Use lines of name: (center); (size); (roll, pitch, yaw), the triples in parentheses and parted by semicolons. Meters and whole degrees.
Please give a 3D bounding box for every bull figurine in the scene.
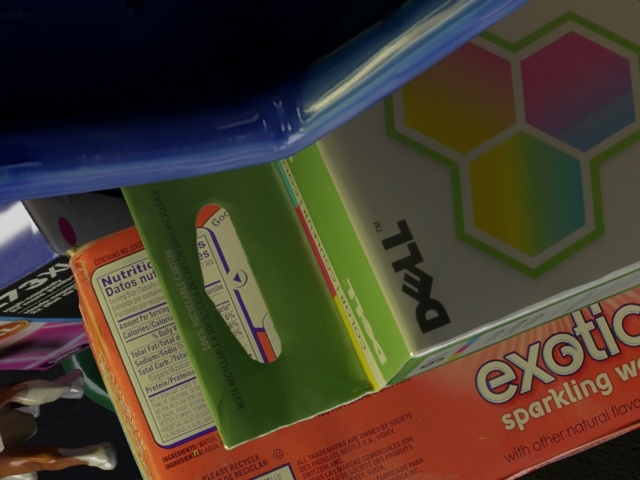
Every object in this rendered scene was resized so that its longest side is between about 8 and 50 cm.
bull figurine: (-0.289, 0.153, 1.369); (0.188, 0.101, 0.310); (-4, 177, -29)

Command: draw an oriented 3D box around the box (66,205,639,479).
box: (0.059, 0.030, 0.767); (0.300, 0.154, 0.142); (-23, 171, -9)

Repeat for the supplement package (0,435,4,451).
supplement package: (-0.304, 0.045, 0.763); (0.145, 0.204, 0.262); (-31, 167, 33)

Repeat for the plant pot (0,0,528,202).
plant pot: (-0.045, -0.151, 0.399); (0.236, 0.212, 0.236); (-33, 167, 36)

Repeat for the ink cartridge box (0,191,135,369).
ink cartridge box: (-0.216, 0.027, 1.243); (0.175, 0.069, 0.371); (-27, 166, 15)

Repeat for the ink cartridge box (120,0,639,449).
ink cartridge box: (0.047, -0.021, 0.600); (0.209, 0.109, 0.062); (-21, 168, -12)

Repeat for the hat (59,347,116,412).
hat: (-0.130, 0.041, 1.582); (0.173, 0.183, 0.208); (-27, 129, 21)
